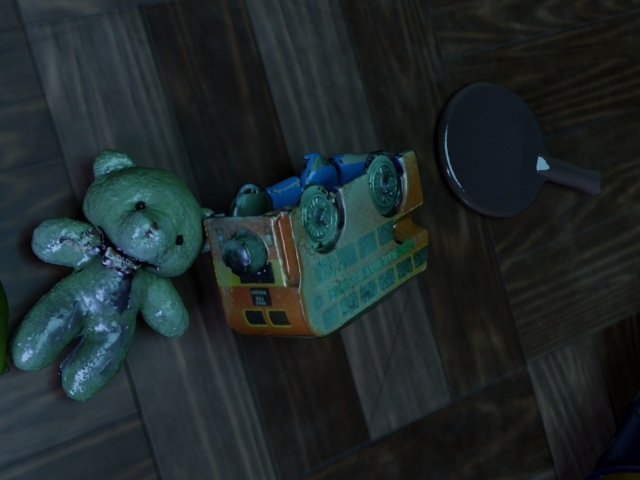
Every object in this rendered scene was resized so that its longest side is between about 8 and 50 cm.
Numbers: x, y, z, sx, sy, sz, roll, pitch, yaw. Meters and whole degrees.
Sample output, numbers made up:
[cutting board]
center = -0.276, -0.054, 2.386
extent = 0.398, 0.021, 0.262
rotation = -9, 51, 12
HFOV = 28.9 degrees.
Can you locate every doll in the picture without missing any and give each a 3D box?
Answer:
[doll]
center = -0.121, 0.024, 0.749
extent = 0.115, 0.077, 0.150
rotation = 33, 76, -21

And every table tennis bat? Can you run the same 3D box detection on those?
[table tennis bat]
center = 0.188, -0.071, 0.952
extent = 0.170, 0.119, 0.108
rotation = 14, 76, -32

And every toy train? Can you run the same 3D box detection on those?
[toy train]
center = 0.000, 0.000, 0.808
extent = 0.188, 0.072, 0.099
rotation = -30, 116, -52

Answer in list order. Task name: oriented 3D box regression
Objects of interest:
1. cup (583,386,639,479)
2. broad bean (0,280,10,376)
[cup]
center = 0.340, 0.166, 1.038
extent = 0.178, 0.255, 0.256
rotation = 30, 58, 12
[broad bean]
center = -0.237, -0.020, 0.688
extent = 0.227, 0.039, 0.069
rotation = 53, 52, -18
